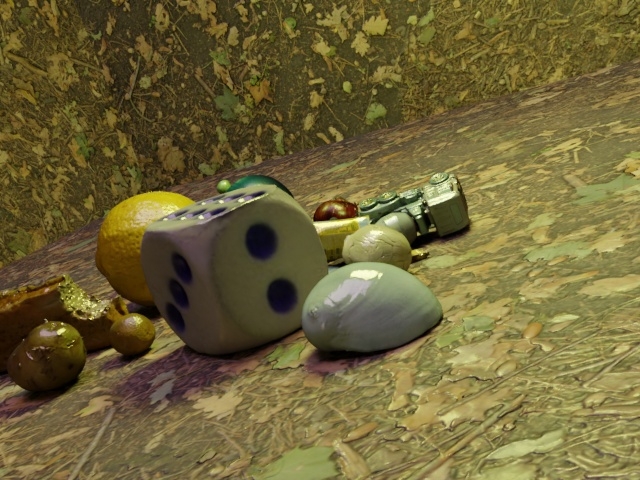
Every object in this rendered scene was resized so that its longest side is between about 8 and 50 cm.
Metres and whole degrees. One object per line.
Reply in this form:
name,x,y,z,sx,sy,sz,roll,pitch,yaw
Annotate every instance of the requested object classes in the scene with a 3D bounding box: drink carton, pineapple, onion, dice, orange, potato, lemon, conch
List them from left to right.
potato,-0.531,0.232,1.667,0.137,0.137,0.176,-32,-3,-44
orange,-0.377,0.187,1.705,0.095,0.085,0.085,-9,16,30
lemon,-0.380,0.018,1.996,0.293,0.293,0.293,-19,13,4
dice,-0.160,0.049,1.572,0.243,0.251,0.259,-28,16,-31
drink carton,0.000,0.000,1.678,0.200,0.084,0.074,-7,54,-3
onion,0.037,-0.050,2.007,0.118,0.119,0.117,-20,-10,-3
conch,0.077,0.107,1.340,0.221,0.121,0.185,-15,42,1
pineapple,0.170,0.033,1.678,0.083,0.019,0.045,-19,19,-1

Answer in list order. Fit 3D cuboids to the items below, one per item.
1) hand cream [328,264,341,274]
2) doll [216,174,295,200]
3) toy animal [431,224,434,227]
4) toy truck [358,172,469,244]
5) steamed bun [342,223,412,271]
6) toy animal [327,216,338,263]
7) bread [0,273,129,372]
hand cream,0.023,0.075,1.652,0.091,0.058,0.271,-13,11,-33
doll,-0.172,-0.074,2.214,0.186,0.198,0.322,-50,24,-11
toy animal,0.178,-0.040,1.922,0.075,0.041,0.217,-19,15,-28
toy truck,0.181,-0.037,1.776,0.256,0.108,0.140,-19,25,9
steamed bun,0.111,0.017,1.588,0.130,0.091,0.112,12,2,-36
toy animal,-0.042,0.028,1.862,0.269,0.082,0.137,-25,9,20
bread,-0.602,0.172,1.877,0.380,0.185,0.109,-14,20,20
